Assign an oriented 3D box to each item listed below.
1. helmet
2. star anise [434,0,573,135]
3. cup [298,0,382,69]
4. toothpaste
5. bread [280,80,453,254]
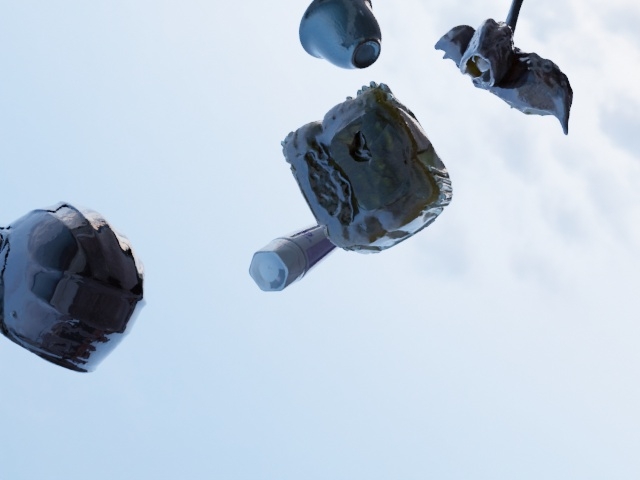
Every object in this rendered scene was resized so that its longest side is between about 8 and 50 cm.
[{"bbox_3d":[-0.373,0.041,1.400,0.225,0.177,0.305,25,-149,-50],"label":"helmet"},{"bbox_3d":[0.221,-0.220,0.882,0.148,0.227,0.218,29,177,15],"label":"star anise"},{"bbox_3d":[0.070,-0.469,2.129,0.199,0.199,0.150,10,-146,-45],"label":"cup"},{"bbox_3d":[0.000,0.000,1.603,0.371,0.125,0.080,-30,-82,-58],"label":"toothpaste"},{"bbox_3d":[0.066,-0.097,1.291,0.209,0.192,0.110,64,-158,10],"label":"bread"}]
